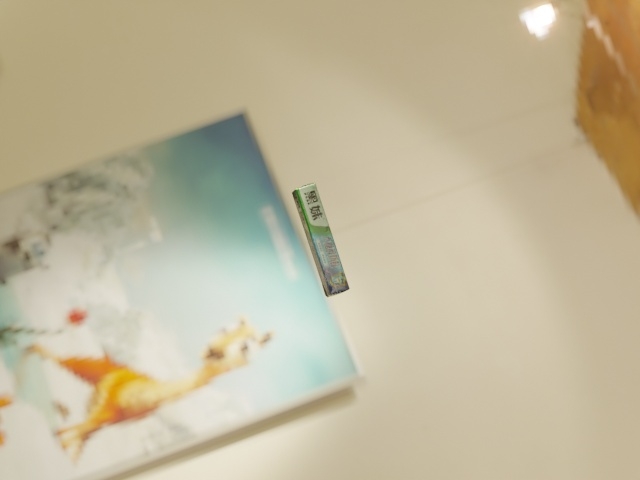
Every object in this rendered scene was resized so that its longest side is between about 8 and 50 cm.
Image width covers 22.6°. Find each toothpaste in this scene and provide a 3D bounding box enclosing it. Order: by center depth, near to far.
[{"bbox_3d":[0.000,0.000,1.176,0.020,0.017,0.083,148,-76,-80],"label":"toothpaste"}]
